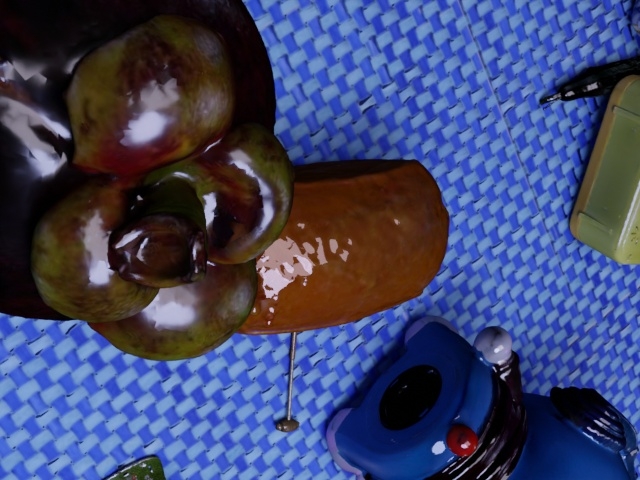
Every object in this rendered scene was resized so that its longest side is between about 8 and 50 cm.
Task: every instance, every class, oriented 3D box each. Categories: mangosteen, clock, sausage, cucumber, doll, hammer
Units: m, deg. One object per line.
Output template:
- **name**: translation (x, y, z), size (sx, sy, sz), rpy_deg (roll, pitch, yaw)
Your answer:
- **mangosteen**: translation (-0.158, -0.068, 0.658), size (0.307, 0.347, 0.307), rpy_deg (-31, 143, -26)
- **clock**: translation (0.382, -0.079, 1.090), size (0.143, 0.096, 0.202), rpy_deg (0, 113, -32)
- **sausage**: translation (0.000, 0.001, 0.876), size (0.268, 0.153, 0.141), rpy_deg (-10, 107, -28)
- **cucumber**: translation (0.320, -0.182, 1.082), size (0.163, 0.043, 0.039), rpy_deg (-16, 72, -27)
- **doll**: translation (0.188, 0.253, 1.004), size (0.284, 0.240, 0.310), rpy_deg (-44, 114, 3)
- **hammer**: translation (-0.030, 0.138, 0.976), size (0.029, 0.014, 0.123), rpy_deg (-3, 101, -38)

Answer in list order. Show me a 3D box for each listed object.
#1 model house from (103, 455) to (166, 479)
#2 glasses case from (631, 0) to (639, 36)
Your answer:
- **model house**: translation (-0.190, 0.293, 0.878), size (0.167, 0.088, 0.117), rpy_deg (-24, 112, -23)
- **glasses case**: translation (0.462, -0.228, 1.131), size (0.248, 0.065, 0.087), rpy_deg (26, 87, -30)
